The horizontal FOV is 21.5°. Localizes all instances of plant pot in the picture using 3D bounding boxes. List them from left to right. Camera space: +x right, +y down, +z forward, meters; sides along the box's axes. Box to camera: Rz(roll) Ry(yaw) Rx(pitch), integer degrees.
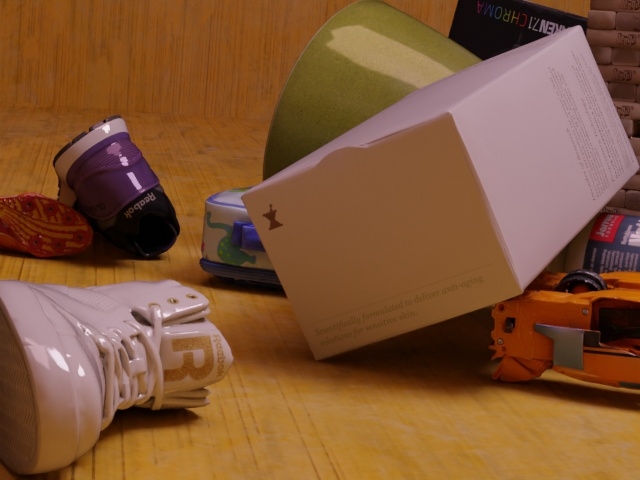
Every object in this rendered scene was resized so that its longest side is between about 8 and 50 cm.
[{"bbox_3d":[0.137,-0.081,1.781,0.293,0.275,0.275,24,17,28],"label":"plant pot"}]

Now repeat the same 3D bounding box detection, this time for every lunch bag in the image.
[{"bbox_3d":[0.000,0.000,1.628,0.219,0.090,0.176,6,8,12],"label":"lunch bag"}]

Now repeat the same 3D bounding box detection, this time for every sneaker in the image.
[{"bbox_3d":[-0.311,-0.019,1.692,0.175,0.064,0.067,8,-1,6],"label":"sneaker"},{"bbox_3d":[-0.129,0.069,1.049,0.169,0.108,0.292,-2,9,-18],"label":"sneaker"},{"bbox_3d":[-0.203,-0.025,1.747,0.107,0.124,0.283,-36,-8,-6],"label":"sneaker"}]

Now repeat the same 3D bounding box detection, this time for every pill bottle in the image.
[{"bbox_3d":[0.274,0.030,1.519,0.180,0.108,0.108,8,9,23],"label":"pill bottle"}]

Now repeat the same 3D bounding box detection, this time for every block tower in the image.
[{"bbox_3d":[0.307,-0.103,1.646,0.091,0.335,0.097,9,10,31],"label":"block tower"}]

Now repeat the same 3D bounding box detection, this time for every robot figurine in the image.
[{"bbox_3d":[0.284,0.075,1.303,0.291,0.085,0.211,6,9,15],"label":"robot figurine"}]

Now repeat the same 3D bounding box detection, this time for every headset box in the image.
[{"bbox_3d":[0.246,-0.124,1.935,0.131,0.283,0.246,5,15,-41],"label":"headset box"}]

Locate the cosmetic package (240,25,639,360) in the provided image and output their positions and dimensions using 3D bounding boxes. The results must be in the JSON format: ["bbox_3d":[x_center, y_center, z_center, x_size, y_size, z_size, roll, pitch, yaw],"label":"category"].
[{"bbox_3d":[0.113,-0.051,1.411,0.197,0.155,0.365,-20,9,30],"label":"cosmetic package"}]
